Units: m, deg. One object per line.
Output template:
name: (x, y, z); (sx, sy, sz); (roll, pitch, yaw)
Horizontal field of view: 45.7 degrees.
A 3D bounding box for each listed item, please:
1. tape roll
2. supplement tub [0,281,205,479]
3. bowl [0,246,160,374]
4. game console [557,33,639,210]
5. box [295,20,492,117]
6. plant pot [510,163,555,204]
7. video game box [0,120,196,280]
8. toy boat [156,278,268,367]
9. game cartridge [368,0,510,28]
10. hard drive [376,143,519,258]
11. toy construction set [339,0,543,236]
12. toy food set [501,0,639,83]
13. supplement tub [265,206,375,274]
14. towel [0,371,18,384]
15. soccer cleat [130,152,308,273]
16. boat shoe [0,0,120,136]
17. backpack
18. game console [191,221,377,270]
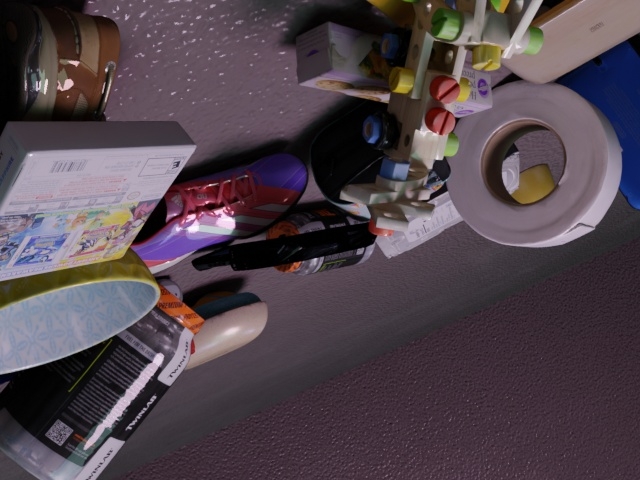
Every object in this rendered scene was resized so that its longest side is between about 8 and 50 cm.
tape roll: (0.364, -0.128, 1.309); (0.286, 0.286, 0.100); (-37, 158, 27)
supplement tub: (-0.356, 0.214, 1.235); (0.338, 0.207, 0.207); (-51, 163, -10)
bowl: (-0.374, 0.050, 0.995); (0.290, 0.156, 0.289); (-23, 163, -7)
game console: (0.618, -0.217, 1.396); (0.250, 0.293, 0.173); (-32, 160, 15)
box: (0.108, -0.219, 1.007); (0.324, 0.063, 0.067); (1, 173, -43)
plant pot: (0.514, -0.107, 1.834); (0.134, 0.095, 0.134); (-24, 160, -9)
video game box: (-0.249, -0.041, 0.767); (0.205, 0.048, 0.187); (-12, 146, -55)
toy boat: (-0.247, 0.158, 1.500); (0.268, 0.148, 0.318); (-24, 168, 5)
game cartridge: (0.191, -0.354, 0.880); (0.285, 0.052, 0.324); (-35, 162, 21)
hard drive: (0.262, -0.085, 1.619); (0.339, 0.064, 0.237); (-28, 160, 5)
toy construction set: (0.129, -0.160, 0.841); (0.151, 0.215, 0.327); (18, 103, -27)
toy food set: (0.382, -0.347, 1.103); (0.306, 0.092, 0.220); (-28, 163, 28)
supplement tub: (0.000, 0.000, 1.416); (0.191, 0.117, 0.117); (-10, 154, -40)
towel: (-0.585, 0.201, 1.237); (0.308, 0.076, 0.227); (-22, 161, -15)
soccer cleat: (-0.167, -0.049, 1.105); (0.318, 0.108, 0.116); (-24, 157, -1)
boat shoe: (-0.279, -0.107, 0.788); (0.120, 0.122, 0.324); (-16, 159, -36)
backpack: (0.086, -0.121, 1.151); (0.189, 0.165, 0.144); (-26, 156, 10)
game console: (-0.091, 0.016, 1.227); (0.213, 0.043, 0.361); (-12, -178, -43)
